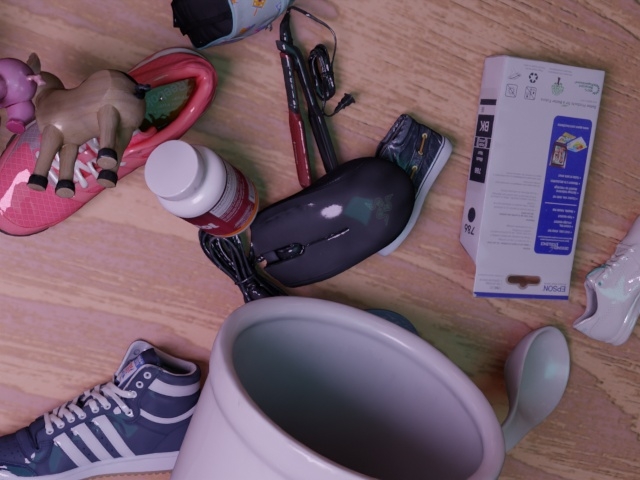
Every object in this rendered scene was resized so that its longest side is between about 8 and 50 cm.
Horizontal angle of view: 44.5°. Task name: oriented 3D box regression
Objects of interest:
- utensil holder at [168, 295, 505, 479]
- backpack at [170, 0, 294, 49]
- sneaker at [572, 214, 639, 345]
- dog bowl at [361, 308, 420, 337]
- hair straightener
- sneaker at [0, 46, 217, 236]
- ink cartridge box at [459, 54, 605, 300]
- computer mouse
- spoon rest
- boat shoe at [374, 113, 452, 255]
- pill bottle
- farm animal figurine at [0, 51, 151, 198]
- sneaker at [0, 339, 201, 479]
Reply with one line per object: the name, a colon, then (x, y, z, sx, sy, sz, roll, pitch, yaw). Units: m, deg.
utensil holder: (-0.019, 0.311, 0.895, 0.328, 0.327, 0.385, 13, 113, -21)
backpack: (-0.101, -0.304, 0.860, 0.145, 0.188, 0.165, -23, 106, -13)
sneaker: (0.448, 0.051, 1.182, 0.094, 0.080, 0.212, 17, 96, -9)
dog bowl: (0.081, 0.248, 1.092, 0.166, 0.074, 0.297, -3, 102, -18)
hair straightener: (-0.004, -0.184, 1.000, 0.089, 0.047, 0.230, -14, 100, -16)
sneaker: (-0.247, -0.118, 0.875, 0.314, 0.136, 0.116, -39, 109, -8)
ink cartridge box: (0.292, -0.083, 1.104, 0.166, 0.065, 0.332, 4, 98, -20)
computer mouse: (0.000, 0.000, 0.979, 0.272, 0.072, 0.188, -32, 106, 7)
spoon rest: (0.278, 0.229, 1.119, 0.276, 0.084, 0.137, -35, 117, -28)
boat shoe: (0.097, -0.075, 1.043, 0.083, 0.065, 0.183, 30, 84, -19)
pill bottle: (-0.136, -0.060, 0.901, 0.086, 0.152, 0.086, -5, 75, 18)
farm animal figurine: (-0.358, -0.129, 0.759, 0.330, 0.327, 0.172, 16, 58, -25)
sneaker: (-0.276, 0.207, 0.947, 0.282, 0.099, 0.153, 1, 105, -26)
